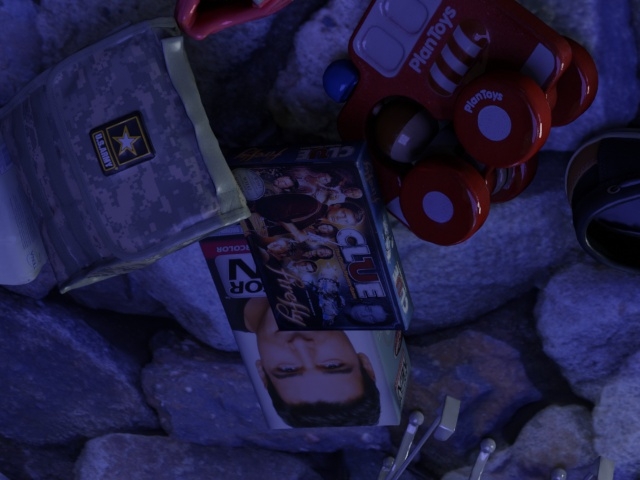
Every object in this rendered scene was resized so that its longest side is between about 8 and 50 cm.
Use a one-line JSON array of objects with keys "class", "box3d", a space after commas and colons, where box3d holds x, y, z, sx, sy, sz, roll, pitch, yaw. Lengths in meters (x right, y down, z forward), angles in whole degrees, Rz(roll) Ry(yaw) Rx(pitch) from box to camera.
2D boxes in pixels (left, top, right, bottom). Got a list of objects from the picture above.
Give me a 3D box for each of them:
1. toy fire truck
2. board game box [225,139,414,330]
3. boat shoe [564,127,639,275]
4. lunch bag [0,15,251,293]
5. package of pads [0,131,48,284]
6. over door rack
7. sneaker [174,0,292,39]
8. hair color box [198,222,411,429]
[{"class": "toy fire truck", "box3d": [0.133, -0.156, 1.476, 0.254, 0.169, 0.302, 42, 130, 10]}, {"class": "board game box", "box3d": [0.000, 0.000, 1.536, 0.165, 0.042, 0.243, -2, 128, 22]}, {"class": "boat shoe", "box3d": [0.509, -0.010, 1.461, 0.500, 0.156, 0.187, 9, 127, 13]}, {"class": "lunch bag", "box3d": [-0.211, -0.092, 1.481, 0.287, 0.169, 0.235, -23, 87, 52]}, {"class": "package of pads", "box3d": [-0.509, -0.054, 1.734, 0.296, 0.101, 0.229, 3, 129, 12]}, {"class": "over door rack", "box3d": [0.232, 0.303, 1.827, 0.239, 0.108, 0.324, 22, 151, -4]}, {"class": "sneaker", "box3d": [-0.024, -0.291, 1.397, 0.314, 0.136, 0.116, -25, 120, 29]}, {"class": "hair color box", "box3d": [-0.017, 0.070, 1.709, 0.185, 0.113, 0.374, -4, 128, 17]}]
